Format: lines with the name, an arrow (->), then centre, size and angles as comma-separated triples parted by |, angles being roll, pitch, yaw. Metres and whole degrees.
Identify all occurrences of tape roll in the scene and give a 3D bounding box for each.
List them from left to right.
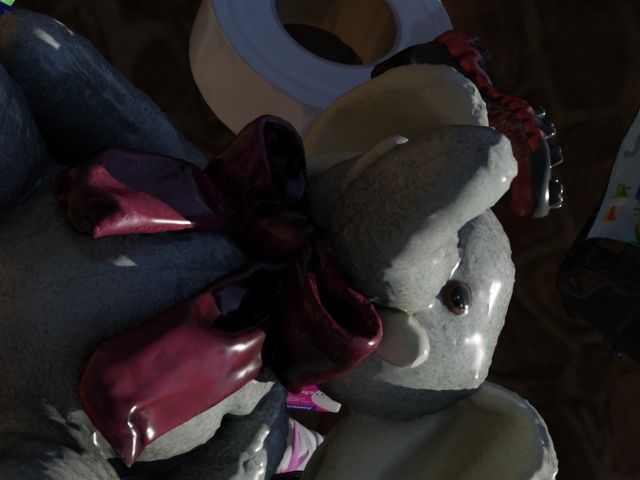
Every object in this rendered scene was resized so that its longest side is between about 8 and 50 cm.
tape roll -> 0.003, -0.217, 1.332 | 0.100, 0.286, 0.286 | 120, -15, -51

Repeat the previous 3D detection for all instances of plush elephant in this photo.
plush elephant -> -0.022, 0.022, 0.513 | 0.330, 0.255, 0.272 | 86, -13, -72

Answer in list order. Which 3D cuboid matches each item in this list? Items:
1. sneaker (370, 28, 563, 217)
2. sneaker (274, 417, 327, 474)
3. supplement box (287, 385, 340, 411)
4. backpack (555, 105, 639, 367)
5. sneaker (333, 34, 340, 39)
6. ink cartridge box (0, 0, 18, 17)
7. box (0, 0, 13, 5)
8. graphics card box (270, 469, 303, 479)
sneaker -> 0.125, -0.101, 1.125 | 0.276, 0.135, 0.098 | -118, -160, -49
sneaker -> -0.074, 0.339, 1.620 | 0.111, 0.103, 0.252 | 43, 42, -22
supplement box -> -0.020, 0.117, 1.389 | 0.220, 0.111, 0.114 | 100, -5, -71
backpack -> 0.431, -0.052, 1.300 | 0.290, 0.273, 0.356 | 39, 58, -41
sneaker -> -0.020, -0.384, 1.710 | 0.340, 0.125, 0.140 | 22, 100, -28
ink cartridge box -> -0.317, -0.172, 1.074 | 0.207, 0.046, 0.097 | 11, 91, -74
box -> -0.699, -0.400, 2.065 | 0.262, 0.231, 0.127 | 35, 0, -7
graphics card box -> -0.153, 0.360, 1.162 | 0.370, 0.094, 0.233 | -4, 85, -28
